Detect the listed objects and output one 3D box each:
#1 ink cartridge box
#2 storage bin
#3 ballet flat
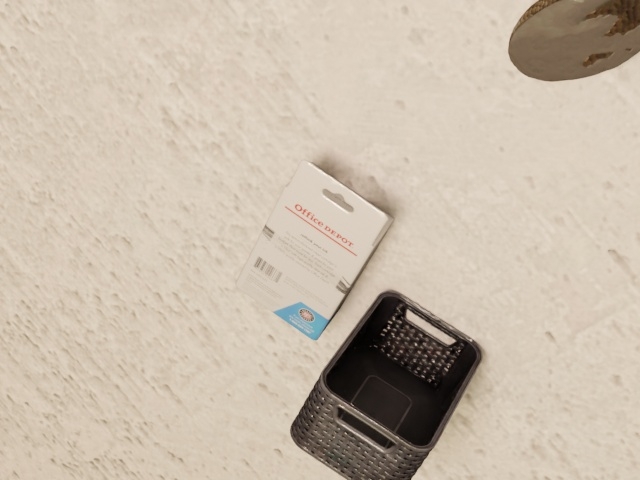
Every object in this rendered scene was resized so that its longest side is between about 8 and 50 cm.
[{"bbox_3d":[0.000,0.000,1.103,0.104,0.060,0.180,35,128,6],"label":"ink cartridge box"},{"bbox_3d":[0.066,0.146,1.079,0.122,0.180,0.084,33,128,7],"label":"storage bin"},{"bbox_3d":[0.250,-0.203,0.868,0.084,0.058,0.250,35,137,-22],"label":"ballet flat"}]
